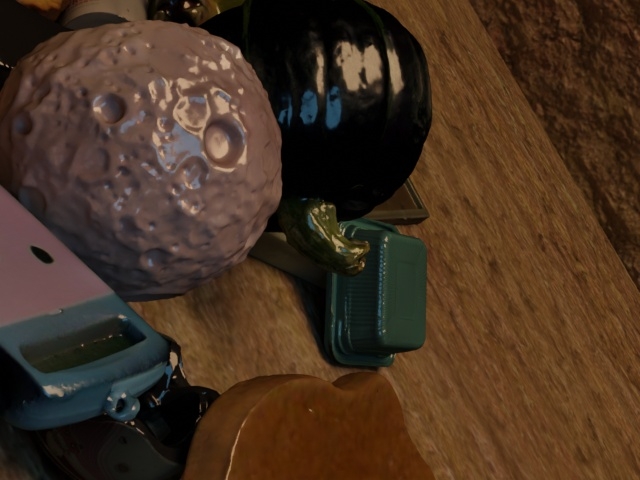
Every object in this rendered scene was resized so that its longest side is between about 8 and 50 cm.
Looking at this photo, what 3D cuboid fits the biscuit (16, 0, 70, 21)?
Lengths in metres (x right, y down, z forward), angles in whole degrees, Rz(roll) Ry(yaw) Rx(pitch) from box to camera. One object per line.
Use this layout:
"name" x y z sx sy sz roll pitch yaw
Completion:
"biscuit" -0.310 -0.265 1.489 0.118 0.061 0.183 55 23 -13

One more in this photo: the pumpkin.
"pumpkin" -0.031 -0.095 1.496 0.296 0.296 0.296 46 24 -28

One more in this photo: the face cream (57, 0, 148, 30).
"face cream" -0.234 -0.264 1.603 0.096 0.096 0.214 42 26 -34

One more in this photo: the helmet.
"helmet" -0.171 0.135 1.183 0.177 0.107 0.153 44 25 21

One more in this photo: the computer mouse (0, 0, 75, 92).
"computer mouse" -0.271 -0.160 1.411 0.217 0.073 0.122 24 36 -44

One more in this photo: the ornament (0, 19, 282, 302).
"ornament" -0.160 -0.061 1.274 0.259 0.259 0.225 8 74 -63

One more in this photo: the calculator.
"calculator" -0.240 0.038 1.099 0.293 0.051 0.173 40 27 19

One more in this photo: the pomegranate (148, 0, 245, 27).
"pomegranate" -0.112 -0.243 1.644 0.210 0.179 0.179 91 -19 -60

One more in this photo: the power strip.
"power strip" 0.000 0.000 1.772 0.385 0.062 0.091 27 53 -53

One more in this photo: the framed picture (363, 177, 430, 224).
"framed picture" -0.004 -0.162 2.058 0.326 0.028 0.446 62 22 11

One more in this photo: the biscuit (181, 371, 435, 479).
"biscuit" 0.004 0.296 1.228 0.365 0.062 0.385 -9 89 -57

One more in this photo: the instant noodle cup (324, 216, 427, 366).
"instant noodle cup" 0.073 0.060 1.756 0.157 0.070 0.179 12 78 -57
